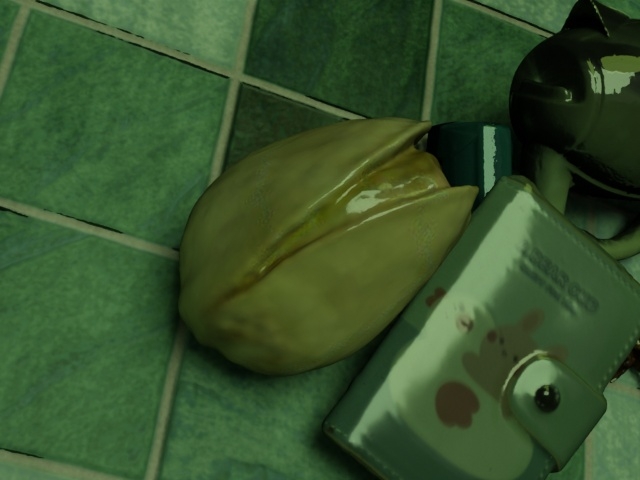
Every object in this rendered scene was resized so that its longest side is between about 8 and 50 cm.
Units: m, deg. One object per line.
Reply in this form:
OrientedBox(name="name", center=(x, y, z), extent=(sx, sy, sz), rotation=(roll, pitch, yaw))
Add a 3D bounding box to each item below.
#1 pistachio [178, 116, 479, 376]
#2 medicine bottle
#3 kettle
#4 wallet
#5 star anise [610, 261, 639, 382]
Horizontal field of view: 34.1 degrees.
OrientedBox(name="pistachio", center=(0.000, 0.000, 1.057), extent=(0.321, 0.238, 0.229), rotation=(-33, 87, -2))
OrientedBox(name="medicine bottle", center=(0.181, -0.029, 1.234), extent=(0.079, 0.124, 0.258), rotation=(5, 76, -22))
OrientedBox(name="kettle", center=(0.363, -0.123, 1.283), extent=(0.324, 0.228, 0.321), rotation=(1, 106, -35))
OrientedBox(name="wallet", center=(0.193, 0.134, 1.120), extent=(0.252, 0.083, 0.360), rotation=(40, 76, -9))
OrientedBox(name="star anise", center=(0.376, 0.104, 1.282), extent=(0.168, 0.057, 0.168), rotation=(10, 69, -28))
